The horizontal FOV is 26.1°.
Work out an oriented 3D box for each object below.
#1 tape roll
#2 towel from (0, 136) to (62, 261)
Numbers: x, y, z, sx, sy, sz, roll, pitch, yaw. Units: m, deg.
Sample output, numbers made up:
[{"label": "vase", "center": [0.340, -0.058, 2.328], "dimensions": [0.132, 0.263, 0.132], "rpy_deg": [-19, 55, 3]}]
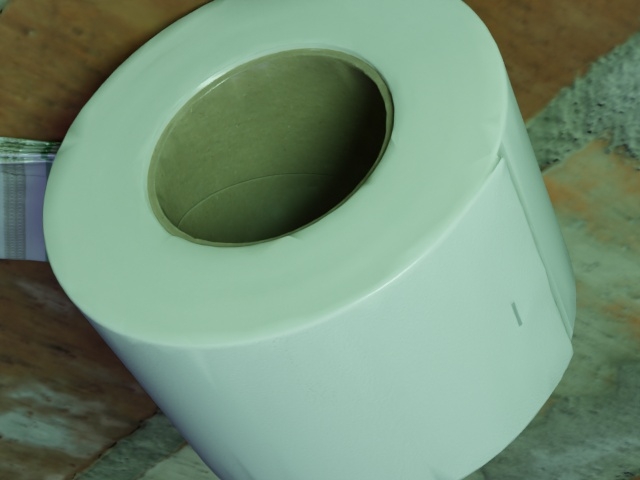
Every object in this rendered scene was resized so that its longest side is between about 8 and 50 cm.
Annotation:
[{"label": "tape roll", "center": [0.000, 0.000, 0.732], "dimensions": [0.246, 0.246, 0.169], "rpy_deg": [-13, 139, 13]}, {"label": "towel", "center": [-0.168, -0.018, 0.874], "dimensions": [0.152, 0.023, 0.113], "rpy_deg": [4, 139, -7]}]
